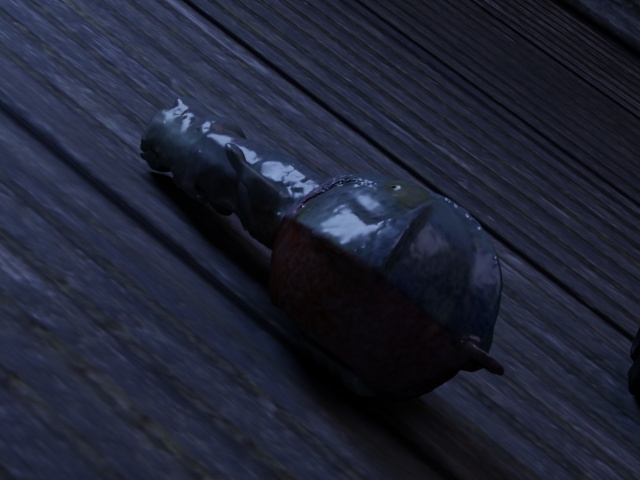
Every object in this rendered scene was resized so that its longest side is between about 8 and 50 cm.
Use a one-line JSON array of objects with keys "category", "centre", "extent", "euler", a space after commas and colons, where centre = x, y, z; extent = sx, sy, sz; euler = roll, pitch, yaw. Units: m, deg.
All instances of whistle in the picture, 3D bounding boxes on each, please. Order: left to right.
[{"category": "whistle", "centre": [-0.001, 0.001, 1.206], "extent": [0.142, 0.134, 0.346], "euler": [8, 19, -46]}]

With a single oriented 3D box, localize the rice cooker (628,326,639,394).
[{"category": "rice cooker", "centre": [0.362, 0.065, 1.438], "extent": [0.227, 0.241, 0.280], "euler": [39, 60, 12]}]
